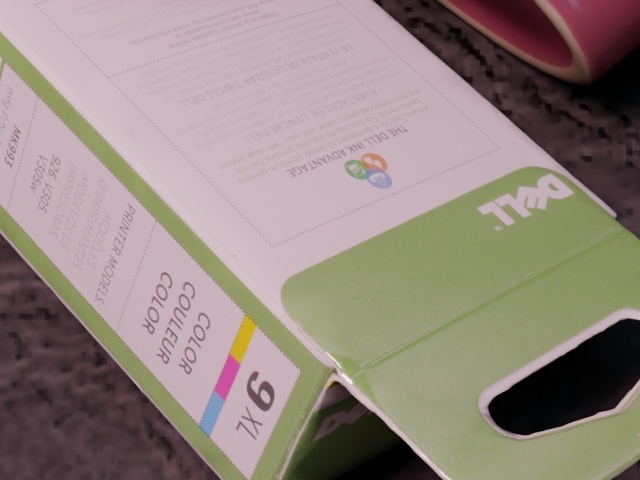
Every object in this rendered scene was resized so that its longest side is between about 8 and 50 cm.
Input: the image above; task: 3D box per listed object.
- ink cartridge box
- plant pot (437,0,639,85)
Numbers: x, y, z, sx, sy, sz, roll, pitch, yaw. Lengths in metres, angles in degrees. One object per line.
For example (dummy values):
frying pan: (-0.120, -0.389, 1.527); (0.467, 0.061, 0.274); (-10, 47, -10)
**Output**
ink cartridge box: (0.000, 0.000, 0.481); (0.109, 0.062, 0.209); (-24, 58, -40)
plant pot: (0.082, -0.151, 0.512); (0.201, 0.201, 0.180); (40, 90, 23)
